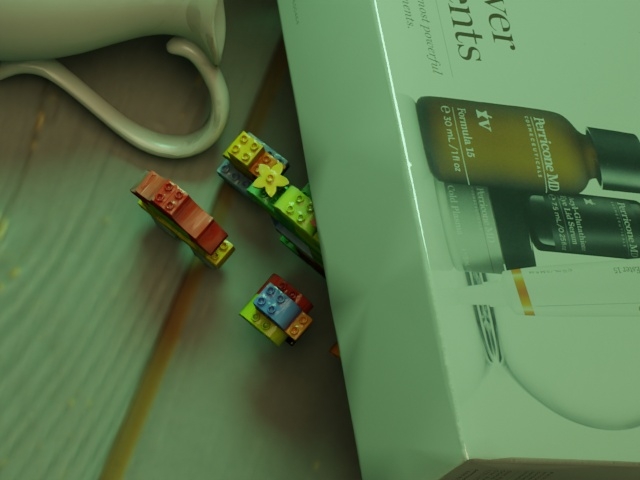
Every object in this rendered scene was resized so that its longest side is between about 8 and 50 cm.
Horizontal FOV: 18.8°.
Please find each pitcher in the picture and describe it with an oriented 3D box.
[{"bbox_3d":[-0.147,-0.138,1.116,0.207,0.125,0.177,6,112,-3],"label":"pitcher"}]

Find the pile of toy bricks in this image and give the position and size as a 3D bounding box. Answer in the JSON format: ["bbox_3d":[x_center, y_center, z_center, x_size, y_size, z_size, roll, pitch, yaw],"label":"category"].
[{"bbox_3d":[0.000,0.000,1.085,0.212,0.105,0.118,38,81,15],"label":"pile of toy bricks"}]

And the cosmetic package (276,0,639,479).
[{"bbox_3d":[0.136,-0.035,1.064,0.284,0.097,0.377,6,60,-32],"label":"cosmetic package"}]
